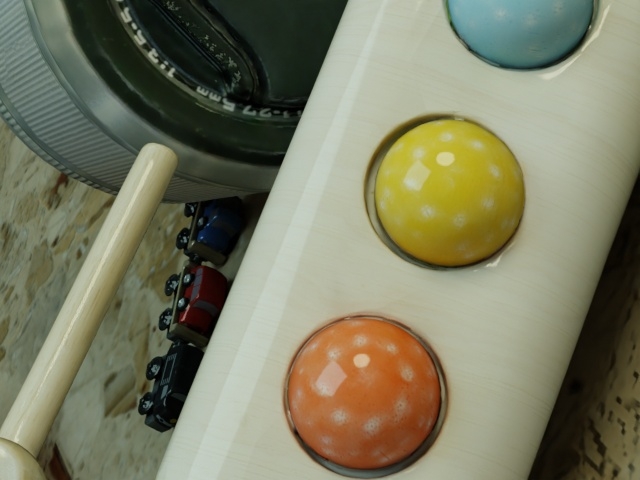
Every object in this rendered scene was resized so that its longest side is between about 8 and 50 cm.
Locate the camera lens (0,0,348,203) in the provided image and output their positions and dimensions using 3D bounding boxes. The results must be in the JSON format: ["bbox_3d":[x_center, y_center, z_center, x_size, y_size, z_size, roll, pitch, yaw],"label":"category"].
[{"bbox_3d":[-0.059,-0.129,0.916,0.219,0.219,0.274,-67,17,-9],"label":"camera lens"}]

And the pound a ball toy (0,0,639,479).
[{"bbox_3d":[0.000,0.000,0.695,0.136,0.208,0.319,90,-158,-77],"label":"pound a ball toy"}]

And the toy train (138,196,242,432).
[{"bbox_3d":[-0.070,0.032,1.027,0.036,0.027,0.158,-25,45,45],"label":"toy train"}]
